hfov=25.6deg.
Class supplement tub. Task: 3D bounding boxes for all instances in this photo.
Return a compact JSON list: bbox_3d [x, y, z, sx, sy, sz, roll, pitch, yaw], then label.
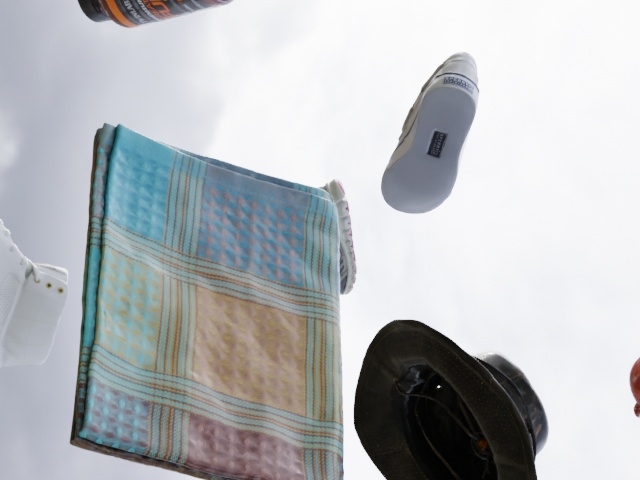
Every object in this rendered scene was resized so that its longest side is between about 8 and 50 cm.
[{"bbox_3d":[-0.201,-0.318,1.714,0.198,0.106,0.106,-9,-101,31],"label":"supplement tub"}]

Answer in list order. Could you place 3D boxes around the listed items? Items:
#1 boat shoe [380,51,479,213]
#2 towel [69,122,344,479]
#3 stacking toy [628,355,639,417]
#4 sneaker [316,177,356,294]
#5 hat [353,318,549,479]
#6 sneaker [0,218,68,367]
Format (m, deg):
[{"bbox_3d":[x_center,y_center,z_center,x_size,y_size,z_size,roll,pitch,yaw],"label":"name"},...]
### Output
[{"bbox_3d":[0.149,-0.133,1.795,0.258,0.095,0.084,118,-7,-51],"label":"boat shoe"},{"bbox_3d":[-0.096,0.062,1.332,0.040,0.271,0.370,-51,-150,42],"label":"towel"},{"bbox_3d":[0.476,0.124,1.568,0.279,0.130,0.309,35,-35,34],"label":"stacking toy"},{"bbox_3d":[0.000,0.000,1.643,0.170,0.074,0.063,81,-1,-46],"label":"sneaker"},{"bbox_3d":[0.183,0.219,1.691,0.331,0.134,0.331,34,-42,38],"label":"hat"},{"bbox_3d":[-0.392,0.014,1.712,0.108,0.169,0.292,9,-81,57],"label":"sneaker"}]
